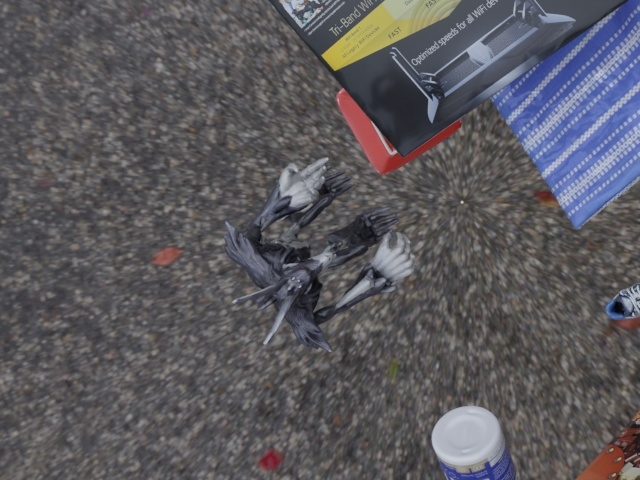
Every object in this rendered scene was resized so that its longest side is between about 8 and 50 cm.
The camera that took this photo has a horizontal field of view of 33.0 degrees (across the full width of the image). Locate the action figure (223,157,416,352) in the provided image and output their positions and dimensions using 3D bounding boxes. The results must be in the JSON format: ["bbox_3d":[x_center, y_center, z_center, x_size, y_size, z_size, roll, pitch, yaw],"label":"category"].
[{"bbox_3d":[0.000,0.000,1.087,0.141,0.275,0.164,-41,97,23],"label":"action figure"}]

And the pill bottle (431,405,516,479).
[{"bbox_3d":[0.255,0.366,1.744,0.112,0.112,0.186,-18,128,8],"label":"pill bottle"}]

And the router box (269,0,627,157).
[{"bbox_3d":[0.115,-0.255,1.030,0.243,0.081,0.309,49,133,-8],"label":"router box"}]

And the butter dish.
[{"bbox_3d":[0.111,-0.211,1.683,0.160,0.118,0.160,-32,113,-2],"label":"butter dish"}]

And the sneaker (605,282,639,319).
[{"bbox_3d":[0.406,0.074,1.352,0.058,0.135,0.052,-16,75,-22],"label":"sneaker"}]

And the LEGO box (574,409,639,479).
[{"bbox_3d":[0.533,0.308,1.029,0.372,0.193,0.500,-39,100,-24],"label":"LEGO box"}]

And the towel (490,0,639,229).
[{"bbox_3d":[0.238,-0.207,1.105,0.040,0.243,0.336,-20,71,-34],"label":"towel"}]
